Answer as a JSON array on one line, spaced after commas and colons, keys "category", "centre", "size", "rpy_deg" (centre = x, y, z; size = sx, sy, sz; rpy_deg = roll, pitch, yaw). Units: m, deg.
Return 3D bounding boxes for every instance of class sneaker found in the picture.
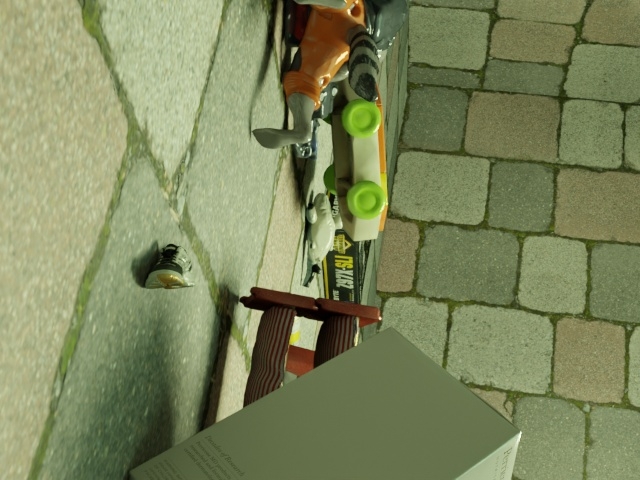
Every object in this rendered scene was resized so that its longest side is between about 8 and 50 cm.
[{"category": "sneaker", "centre": [-0.124, 0.021, 0.732], "size": [0.083, 0.032, 0.037], "rpy_deg": [58, 25, -86]}]

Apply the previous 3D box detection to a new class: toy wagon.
[{"category": "toy wagon", "centre": [0.048, -0.178, 1.393], "size": [0.267, 0.068, 0.344], "rpy_deg": [-125, -149, -76]}]

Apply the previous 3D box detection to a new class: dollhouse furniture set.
[{"category": "dollhouse furniture set", "centre": [-0.051, 0.191, 1.133], "size": [0.374, 0.152, 0.201], "rpy_deg": [134, -35, -74]}]

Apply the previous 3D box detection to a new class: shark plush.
[{"category": "shark plush", "centre": [0.000, 0.000, 1.547], "size": [0.067, 0.073, 0.161], "rpy_deg": [-162, -109, -66]}]

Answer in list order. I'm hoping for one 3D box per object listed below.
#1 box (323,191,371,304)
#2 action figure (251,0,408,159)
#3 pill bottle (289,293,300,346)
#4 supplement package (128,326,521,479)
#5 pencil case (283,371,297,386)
[{"category": "box", "centre": [0.062, -0.033, 1.886], "size": [0.322, 0.079, 0.257], "rpy_deg": [85, 12, -56]}, {"category": "action figure", "centre": [0.028, -0.225, 1.123], "size": [0.330, 0.178, 0.341], "rpy_deg": [-58, 154, -52]}, {"category": "pill bottle", "centre": [-0.051, 0.118, 1.292], "size": [0.043, 0.043, 0.083], "rpy_deg": [-68, 162, -64]}, {"category": "supplement package", "centre": [0.008, 0.242, 0.800], "size": [0.293, 0.175, 0.178], "rpy_deg": [-26, 134, -30]}, {"category": "pencil case", "centre": [-0.021, 0.323, 1.434], "size": [0.124, 0.113, 0.273], "rpy_deg": [3, 94, -74]}]
